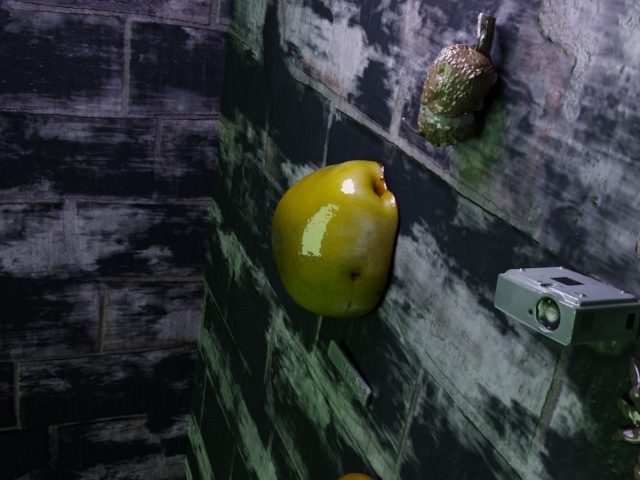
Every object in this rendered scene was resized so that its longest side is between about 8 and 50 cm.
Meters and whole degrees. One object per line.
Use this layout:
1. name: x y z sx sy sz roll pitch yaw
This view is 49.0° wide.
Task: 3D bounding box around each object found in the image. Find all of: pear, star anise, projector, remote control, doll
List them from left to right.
1. pear: 0.000 0.000 1.523 0.386 0.191 0.340 113 146 -45
2. remote control: 0.069 0.298 1.592 0.184 0.027 0.050 51 138 48
3. doll: 0.223 -0.247 1.115 0.105 0.115 0.221 -103 31 -49
4. projector: 0.313 0.078 0.898 0.147 0.115 0.061 -149 59 -63
5. star anise: 0.393 0.221 0.786 0.195 0.065 0.182 58 143 44

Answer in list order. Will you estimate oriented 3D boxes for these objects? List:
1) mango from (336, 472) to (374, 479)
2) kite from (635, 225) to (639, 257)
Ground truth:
1. mango: 0.074 0.558 1.515 0.111 0.089 0.163 55 132 34
2. kite: 0.410 -0.014 0.805 0.139 0.011 0.156 116 146 -52
